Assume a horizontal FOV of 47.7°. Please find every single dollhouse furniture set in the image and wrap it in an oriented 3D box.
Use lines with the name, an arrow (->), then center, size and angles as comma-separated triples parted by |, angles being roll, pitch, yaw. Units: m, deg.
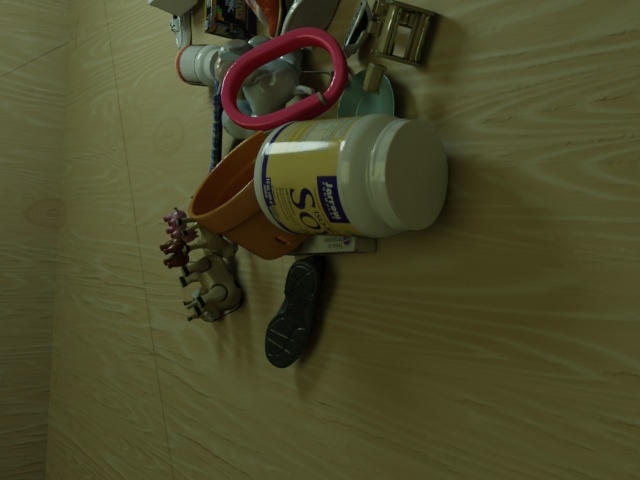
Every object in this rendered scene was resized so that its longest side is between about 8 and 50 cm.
dollhouse furniture set -> 0.151, -0.398, 1.500 | 0.161, 0.101, 0.182 | -112, 36, -67

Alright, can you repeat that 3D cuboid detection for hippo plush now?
hippo plush -> -0.126, -0.353, 1.801 | 0.294, 0.234, 0.237 | 19, 130, 11

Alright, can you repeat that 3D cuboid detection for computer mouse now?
computer mouse -> 0.075, -0.435, 1.606 | 0.106, 0.042, 0.193 | -91, 24, -63

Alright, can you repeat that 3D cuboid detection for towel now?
towel -> -0.290, -0.271, 1.973 | 0.243, 0.040, 0.336 | -99, 14, -60

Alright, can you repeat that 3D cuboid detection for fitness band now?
fitness band -> -0.082, -0.348, 1.581 | 0.290, 0.054, 0.209 | -21, 68, 13

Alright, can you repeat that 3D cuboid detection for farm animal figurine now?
farm animal figurine -> -0.305, 0.056, 2.002 | 0.330, 0.172, 0.327 | -27, 85, 65

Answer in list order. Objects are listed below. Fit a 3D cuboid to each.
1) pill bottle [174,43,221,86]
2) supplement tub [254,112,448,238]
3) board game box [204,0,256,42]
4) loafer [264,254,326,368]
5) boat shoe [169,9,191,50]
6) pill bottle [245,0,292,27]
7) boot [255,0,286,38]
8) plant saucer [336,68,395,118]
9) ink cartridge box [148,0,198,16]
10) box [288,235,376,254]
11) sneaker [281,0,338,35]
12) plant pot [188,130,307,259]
pill bottle -> -0.327, -0.509, 2.106 | 0.221, 0.121, 0.121 | 21, 104, 52
supplement tub -> 0.058, -0.125, 1.428 | 0.331, 0.241, 0.241 | 3, 90, 43
board game box -> -0.246, -0.642, 1.986 | 0.048, 0.141, 0.171 | -4, 84, 55
loafer -> -0.047, 0.170, 1.726 | 0.109, 0.095, 0.303 | 28, 118, 19
boat shoe -> -0.459, -0.702, 2.348 | 0.066, 0.063, 0.184 | -1, 86, 54
pill bottle -> -0.144, -0.648, 1.864 | 0.216, 0.121, 0.121 | 58, 131, 39
boot -> -0.124, -0.566, 1.748 | 0.059, 0.084, 0.158 | -77, -7, -63
plant saucer -> 0.107, -0.272, 1.567 | 0.195, 0.037, 0.195 | -4, 86, 54
ink cartridge box -> -0.436, -0.894, 2.247 | 0.226, 0.131, 0.307 | -22, 68, 39
box -> 0.000, 0.000, 1.671 | 0.324, 0.067, 0.063 | -4, 85, 53
sneaker -> -0.024, -0.607, 1.722 | 0.296, 0.104, 0.147 | -58, 42, 27
plant pot -> -0.130, -0.092, 1.664 | 0.290, 0.203, 0.291 | -33, 27, 19
